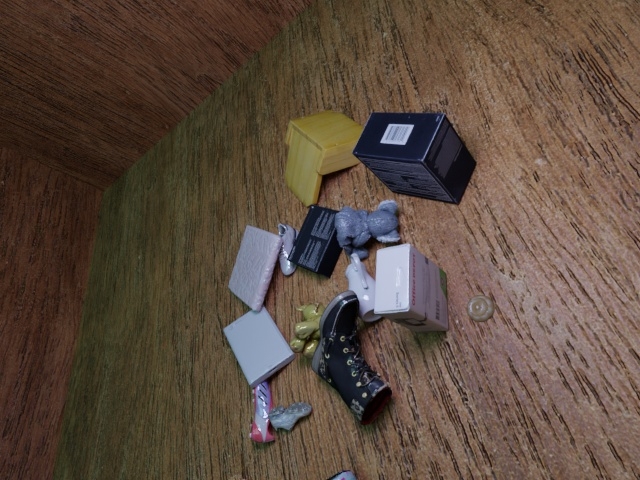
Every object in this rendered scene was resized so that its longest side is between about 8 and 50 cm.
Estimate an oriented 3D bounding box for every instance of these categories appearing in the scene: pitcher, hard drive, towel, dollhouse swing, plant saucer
[{"bbox_3d":[0.148,0.161,1.447,0.125,0.177,0.207,-18,50,-2],"label":"pitcher"},{"bbox_3d":[-0.257,0.420,1.706,0.203,0.040,0.307,-34,46,-9],"label":"hard drive"},{"bbox_3d":[-0.297,0.113,1.870,0.317,0.053,0.331,21,95,55],"label":"towel"},{"bbox_3d":[0.018,-0.372,1.912,0.315,0.305,0.347,-21,42,-21],"label":"dollhouse swing"},{"bbox_3d":[0.478,0.203,1.251,0.083,0.015,0.083,-19,58,33],"label":"plant saucer"}]

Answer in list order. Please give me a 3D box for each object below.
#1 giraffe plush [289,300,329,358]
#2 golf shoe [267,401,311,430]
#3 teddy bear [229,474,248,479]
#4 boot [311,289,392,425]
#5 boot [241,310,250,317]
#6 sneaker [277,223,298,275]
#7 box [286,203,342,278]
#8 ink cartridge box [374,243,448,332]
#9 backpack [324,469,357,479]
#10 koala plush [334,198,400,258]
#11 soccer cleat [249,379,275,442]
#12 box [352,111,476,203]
[{"bbox_3d":[-0.023,0.307,1.545,0.210,0.181,0.170,-58,22,16],"label":"giraffe plush"},{"bbox_3d":[-0.103,0.642,1.508,0.176,0.069,0.086,-18,91,23],"label":"golf shoe"},{"bbox_3d":[-0.245,0.963,1.419,0.245,0.113,0.338,-56,45,6],"label":"teddy bear"},{"bbox_3d":[0.109,0.376,1.326,0.284,0.138,0.377,44,128,41],"label":"boot"},{"bbox_3d":[-0.317,0.369,1.837,0.087,0.042,0.118,-50,52,-1],"label":"boot"},{"bbox_3d":[-0.157,0.039,1.828,0.090,0.095,0.235,-20,58,31],"label":"sneaker"},{"bbox_3d":[0.000,0.000,1.706,0.184,0.103,0.261,19,82,41],"label":"box"},{"bbox_3d":[0.281,0.153,1.263,0.115,0.273,0.198,-13,61,36],"label":"ink cartridge box"},{"bbox_3d":[0.044,0.782,1.254,0.182,0.152,0.115,-39,53,3],"label":"backpack"},{"bbox_3d":[0.184,-0.050,1.529,0.221,0.203,0.196,-7,64,25],"label":"koala plush"},{"bbox_3d":[-0.212,0.640,1.592,0.095,0.083,0.248,-2,56,4],"label":"soccer cleat"},{"bbox_3d":[0.325,-0.287,1.436,0.296,0.294,0.182,19,80,44],"label":"box"}]
